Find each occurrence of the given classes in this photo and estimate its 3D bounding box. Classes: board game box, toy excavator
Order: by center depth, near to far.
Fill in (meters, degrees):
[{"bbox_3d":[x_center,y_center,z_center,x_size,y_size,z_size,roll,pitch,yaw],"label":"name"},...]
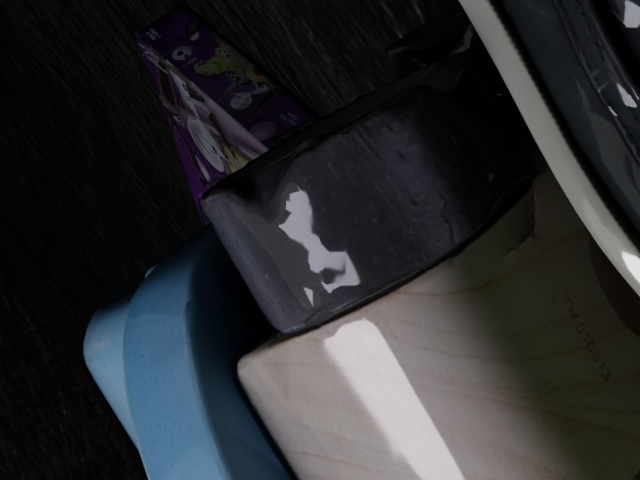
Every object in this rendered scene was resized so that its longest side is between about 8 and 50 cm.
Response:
[{"bbox_3d":[0.005,0.047,0.837,0.445,0.433,0.222,-24,100,38],"label":"toy excavator"},{"bbox_3d":[0.000,0.000,1.225,0.347,0.056,0.208,42,162,43],"label":"board game box"}]

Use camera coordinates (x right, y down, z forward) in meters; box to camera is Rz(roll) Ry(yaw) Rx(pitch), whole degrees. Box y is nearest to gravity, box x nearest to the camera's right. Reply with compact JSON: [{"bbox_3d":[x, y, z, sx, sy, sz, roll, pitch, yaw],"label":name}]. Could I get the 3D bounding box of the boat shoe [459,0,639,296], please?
[{"bbox_3d":[0.131,-0.078,0.567,0.340,0.127,0.113,57,141,13],"label":"boat shoe"}]
